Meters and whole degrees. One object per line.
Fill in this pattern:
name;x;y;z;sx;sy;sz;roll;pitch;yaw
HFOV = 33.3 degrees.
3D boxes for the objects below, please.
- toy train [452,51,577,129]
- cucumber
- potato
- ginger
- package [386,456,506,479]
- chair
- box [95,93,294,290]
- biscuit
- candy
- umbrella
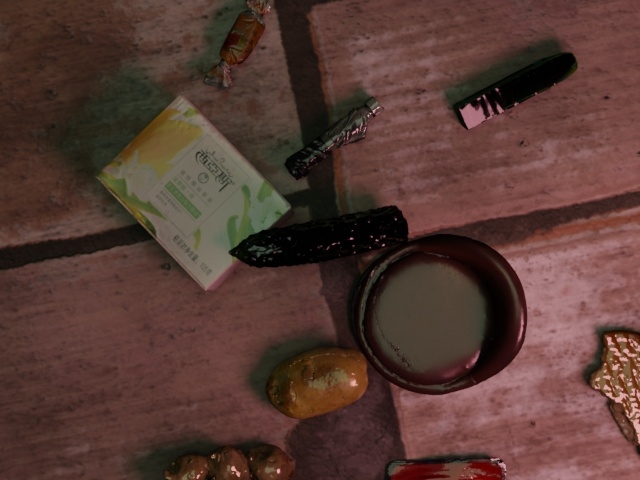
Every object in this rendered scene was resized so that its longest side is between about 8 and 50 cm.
toy train;0.319;-0.250;1.749;0.209;0.042;0.044;-27;109;-1
cucumber;0.001;0.001;1.675;0.300;0.072;0.072;-12;86;-24
potato;-0.005;0.226;1.707;0.171;0.080;0.107;-12;97;5
ginger;-0.145;0.371;1.706;0.204;0.080;0.104;-14;118;1
package;0.204;0.483;1.700;0.194;0.071;0.269;-2;74;-1
chair;0.158;0.105;1.553;0.227;0.401;0.226;0;86;0
box;-0.199;-0.074;1.720;0.194;0.111;0.260;-45;84;-2
biscuit;0.517;0.261;1.717;0.176;0.031;0.228;4;87;2
candy;-0.134;-0.325;1.766;0.053;0.046;0.182;28;83;6
umbrella;0.025;-0.165;1.754;0.188;0.046;0.050;-38;104;-3
